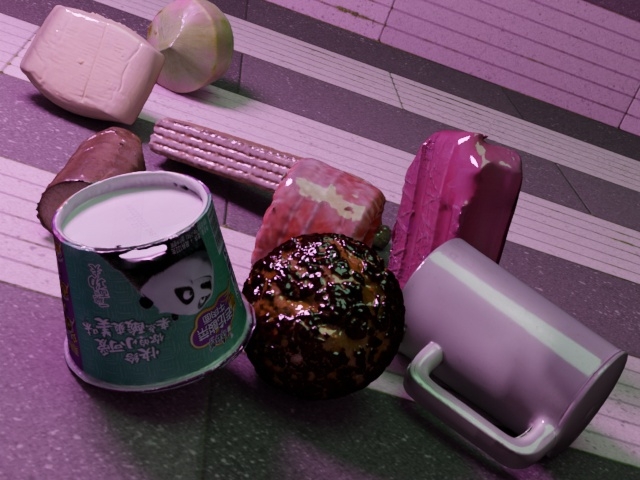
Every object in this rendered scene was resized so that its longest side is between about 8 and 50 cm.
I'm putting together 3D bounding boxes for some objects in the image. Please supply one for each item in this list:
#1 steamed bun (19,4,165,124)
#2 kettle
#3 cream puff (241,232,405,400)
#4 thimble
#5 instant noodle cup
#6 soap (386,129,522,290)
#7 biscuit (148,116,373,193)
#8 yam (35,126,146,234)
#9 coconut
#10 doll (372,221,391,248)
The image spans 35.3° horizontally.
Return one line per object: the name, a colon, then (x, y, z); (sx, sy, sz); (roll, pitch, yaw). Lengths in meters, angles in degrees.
steamed bun: (-0.451, -0.342, 2.003); (0.250, 0.200, 0.155); (25, -1, -1)
kettle: (0.265, 0.164, 1.509); (0.318, 0.205, 0.265); (37, 16, 25)
cream puff: (-0.002, 0.099, 1.374); (0.239, 0.239, 0.165); (33, -15, 24)
thimble: (0.000, 0.000, 1.592); (0.162, 0.239, 0.239); (23, 23, 9)
instant noodle cup: (-0.216, 0.038, 1.255); (0.251, 0.190, 0.251); (-5, 32, 3)
soap: (0.227, -0.039, 1.748); (0.127, 0.324, 0.220); (2, 18, -27)
biscuit: (-0.109, -0.141, 1.910); (0.426, 0.078, 0.144); (19, 8, 15)
yam: (-0.356, -0.091, 1.611); (0.129, 0.128, 0.238); (39, 21, -17)
coconut: (-0.312, -0.453, 2.349); (0.204, 0.236, 0.236); (59, 27, -2)
doll: (0.037, -0.006, 1.853); (0.286, 0.091, 0.202); (20, 32, -34)
